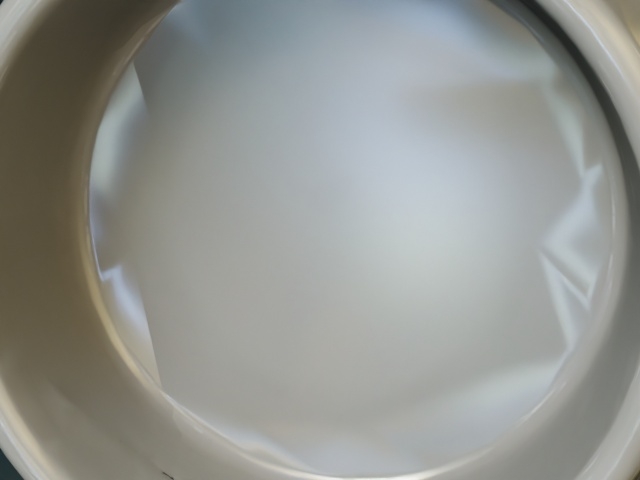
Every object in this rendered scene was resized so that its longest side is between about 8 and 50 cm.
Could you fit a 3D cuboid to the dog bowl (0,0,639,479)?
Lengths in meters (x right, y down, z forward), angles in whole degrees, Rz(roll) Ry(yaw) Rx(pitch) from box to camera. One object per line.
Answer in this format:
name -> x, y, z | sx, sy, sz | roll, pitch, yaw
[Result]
dog bowl -> 0.000, 0.000, 0.630 | 0.102, 0.349, 0.349 | -41, -57, -71
